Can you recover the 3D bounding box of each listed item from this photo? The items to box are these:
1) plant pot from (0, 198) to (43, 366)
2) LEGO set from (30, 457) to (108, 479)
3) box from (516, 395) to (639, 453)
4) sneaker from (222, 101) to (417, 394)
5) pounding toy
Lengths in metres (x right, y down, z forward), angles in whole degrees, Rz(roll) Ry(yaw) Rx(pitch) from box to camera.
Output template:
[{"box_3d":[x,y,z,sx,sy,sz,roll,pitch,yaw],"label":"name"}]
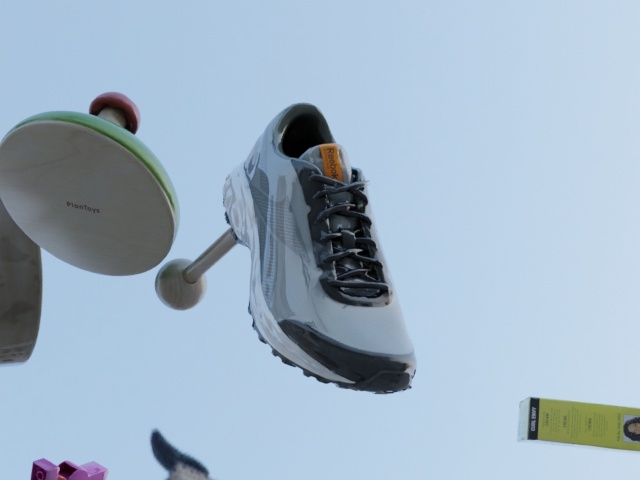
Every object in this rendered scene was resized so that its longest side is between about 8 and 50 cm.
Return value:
[{"box_3d":[-0.565,0.031,1.359,0.281,0.323,0.323,-5,-65,-31],"label":"plant pot"},{"box_3d":[-0.188,0.291,0.824,0.093,0.087,0.227,-8,-68,-55],"label":"LEGO set"},{"box_3d":[0.374,0.241,1.266,0.232,0.087,0.058,5,-104,3],"label":"box"},{"box_3d":[0.000,0.000,0.720,0.100,0.271,0.108,7,-52,-31],"label":"sneaker"},{"box_3d":[-0.182,-0.054,0.956,0.237,0.110,0.183,32,-46,-8],"label":"pounding toy"}]
